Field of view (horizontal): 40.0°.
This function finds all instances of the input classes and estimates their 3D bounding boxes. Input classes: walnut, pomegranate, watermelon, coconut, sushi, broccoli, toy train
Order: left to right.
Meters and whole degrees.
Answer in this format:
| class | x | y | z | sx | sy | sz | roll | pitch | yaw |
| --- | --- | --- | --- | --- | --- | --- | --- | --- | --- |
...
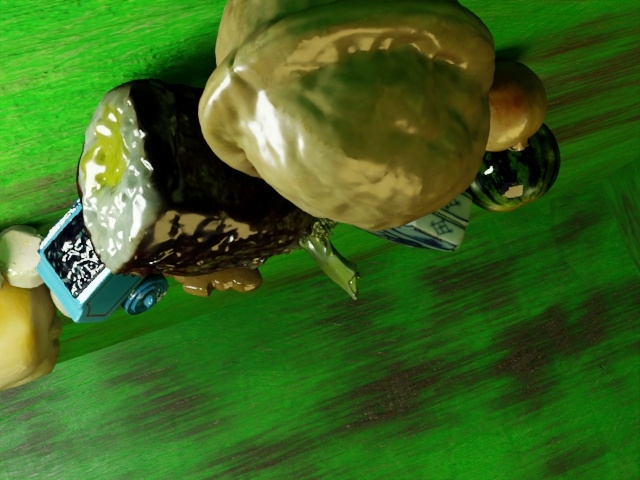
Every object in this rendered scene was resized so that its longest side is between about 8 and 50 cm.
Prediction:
| class | x | y | z | sx | sy | sz | roll | pitch | yaw |
| --- | --- | --- | --- | --- | --- | --- | --- | --- | --- |
| coconut | -0.579 | 0.034 | 1.726 | 0.116 | 0.116 | 0.122 | -18 | 170 | -14 |
| toy train | -0.366 | 0.003 | 1.673 | 0.300 | 0.188 | 0.265 | -47 | 161 | 14 |
| sushi | -0.199 | -0.090 | 1.318 | 0.294 | 0.281 | 0.299 | -4 | 178 | -38 |
| broccoli | -0.008 | -0.034 | 2.157 | 0.186 | 0.302 | 0.254 | -55 | 153 | -26 |
| walnut | 0.038 | -0.195 | 1.109 | 0.383 | 0.384 | 0.383 | -20 | 170 | -4 |
| pomegranate | 0.369 | -0.273 | 1.801 | 0.191 | 0.191 | 0.191 | -20 | 170 | -4 |
| watermelon | 0.463 | -0.197 | 2.214 | 0.269 | 0.269 | 0.269 | -20 | 170 | -4 |

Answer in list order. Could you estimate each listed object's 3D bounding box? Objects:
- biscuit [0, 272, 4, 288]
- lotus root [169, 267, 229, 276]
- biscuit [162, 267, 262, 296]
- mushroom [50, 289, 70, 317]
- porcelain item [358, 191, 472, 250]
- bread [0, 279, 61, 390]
| class | x | y | z | sx | sy | sz | roll | pitch | yaw |
| --- | --- | --- | --- | --- | --- | --- | --- | --- | --- |
| biscuit | -0.695 | 0.053 | 1.631 | 0.188 | 0.040 | 0.265 | -1 | 159 | 18 |
| lotus root | -0.229 | -0.017 | 1.964 | 0.397 | 0.179 | 0.196 | -15 | 167 | -16 |
| biscuit | -0.252 | 0.019 | 2.101 | 0.278 | 0.301 | 0.043 | 7 | 130 | 9 |
| mushroom | -0.524 | 0.064 | 1.898 | 0.204 | 0.204 | 0.204 | -20 | 170 | -4 |
| porcelain item | 0.213 | -0.077 | 2.197 | 0.281 | 0.157 | 0.285 | 24 | 169 | -39 |
| bread | -0.760 | 0.214 | 1.912 | 0.376 | 0.253 | 0.348 | -13 | 180 | -8 |
